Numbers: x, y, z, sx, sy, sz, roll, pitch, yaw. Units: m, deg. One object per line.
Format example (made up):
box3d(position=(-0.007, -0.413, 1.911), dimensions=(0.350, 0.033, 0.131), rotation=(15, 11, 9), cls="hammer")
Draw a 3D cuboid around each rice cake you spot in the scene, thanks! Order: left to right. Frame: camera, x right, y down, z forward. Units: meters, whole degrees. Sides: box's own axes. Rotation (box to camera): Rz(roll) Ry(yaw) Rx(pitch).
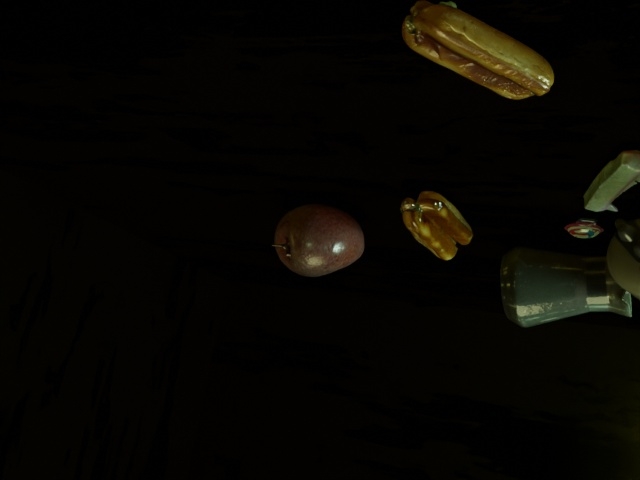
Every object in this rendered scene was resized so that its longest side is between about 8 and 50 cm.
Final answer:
box3d(position=(0.614, -0.118, 1.240), dimensions=(0.081, 0.051, 0.290), rotation=(16, 169, 14), cls="rice cake")

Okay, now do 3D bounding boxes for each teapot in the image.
box3d(position=(0.742, 0.128, 1.809), dimensions=(0.344, 0.253, 0.300), rotation=(-3, -165, 28), cls="teapot")

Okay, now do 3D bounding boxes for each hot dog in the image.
box3d(position=(0.308, -0.049, 1.613), dimensions=(0.135, 0.100, 0.337), rotation=(-43, 144, 12), cls="hot dog")
box3d(position=(0.230, -0.271, 0.854), dimensions=(0.250, 0.067, 0.100), rotation=(19, 177, -24), cls="hot dog")

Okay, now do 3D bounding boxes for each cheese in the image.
box3d(position=(0.684, -0.035, 1.549), dimensions=(0.095, 0.038, 0.145), rotation=(5, 166, 19), cls="cheese")

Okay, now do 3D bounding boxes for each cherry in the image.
box3d(position=(0.000, 0.000, 1.811), dimensions=(0.308, 0.220, 0.261), rotation=(2, 179, -27), cls="cherry")

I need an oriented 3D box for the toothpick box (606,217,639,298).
box3d(position=(0.838, 0.051, 1.481), dimensions=(0.317, 0.228, 0.229), rotation=(23, 161, -38), cls="toothpick box")
